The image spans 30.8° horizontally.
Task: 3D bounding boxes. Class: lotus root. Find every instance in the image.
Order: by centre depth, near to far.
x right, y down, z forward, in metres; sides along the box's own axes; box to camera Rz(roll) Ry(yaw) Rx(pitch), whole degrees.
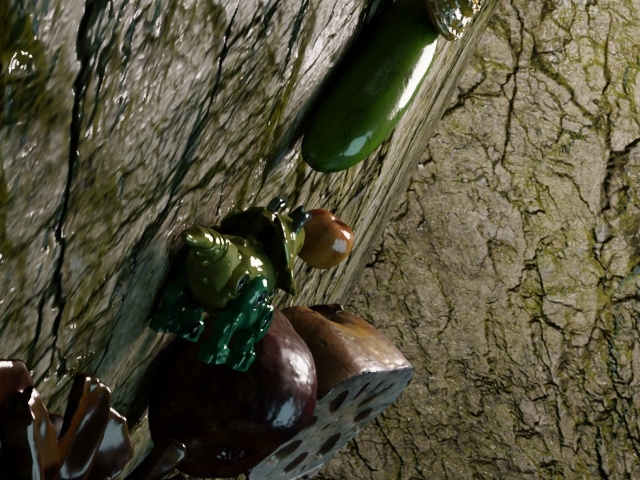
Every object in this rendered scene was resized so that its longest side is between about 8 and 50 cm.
[{"bbox_3d":[-0.026,0.177,1.472,0.272,0.192,0.272,-25,153,-14],"label":"lotus root"}]

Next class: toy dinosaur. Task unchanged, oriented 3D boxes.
[{"bbox_3d":[-0.080,0.033,0.965,0.153,0.094,0.259,-64,166,6],"label":"toy dinosaur"}]

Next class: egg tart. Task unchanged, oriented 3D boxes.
[{"bbox_3d":[0.142,-0.284,1.272,0.130,0.052,0.130,39,44,-53],"label":"egg tart"}]

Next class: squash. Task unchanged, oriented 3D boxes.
[{"bbox_3d":[0.066,-0.172,1.248,0.292,0.082,0.082,-57,172,-37],"label":"squash"}]

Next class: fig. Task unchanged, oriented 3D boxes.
[{"bbox_3d":[-0.079,0.121,1.176,0.170,0.145,0.274,-45,-161,25],"label":"fig"}]

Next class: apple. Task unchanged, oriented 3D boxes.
[{"bbox_3d":[0.000,0.000,1.477,0.071,0.084,0.084,-55,175,9],"label":"apple"}]

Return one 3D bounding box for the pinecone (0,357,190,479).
[{"bbox_3d":[-0.144,0.163,0.515,0.202,0.201,0.228,-108,-170,-64],"label":"pinecone"}]
